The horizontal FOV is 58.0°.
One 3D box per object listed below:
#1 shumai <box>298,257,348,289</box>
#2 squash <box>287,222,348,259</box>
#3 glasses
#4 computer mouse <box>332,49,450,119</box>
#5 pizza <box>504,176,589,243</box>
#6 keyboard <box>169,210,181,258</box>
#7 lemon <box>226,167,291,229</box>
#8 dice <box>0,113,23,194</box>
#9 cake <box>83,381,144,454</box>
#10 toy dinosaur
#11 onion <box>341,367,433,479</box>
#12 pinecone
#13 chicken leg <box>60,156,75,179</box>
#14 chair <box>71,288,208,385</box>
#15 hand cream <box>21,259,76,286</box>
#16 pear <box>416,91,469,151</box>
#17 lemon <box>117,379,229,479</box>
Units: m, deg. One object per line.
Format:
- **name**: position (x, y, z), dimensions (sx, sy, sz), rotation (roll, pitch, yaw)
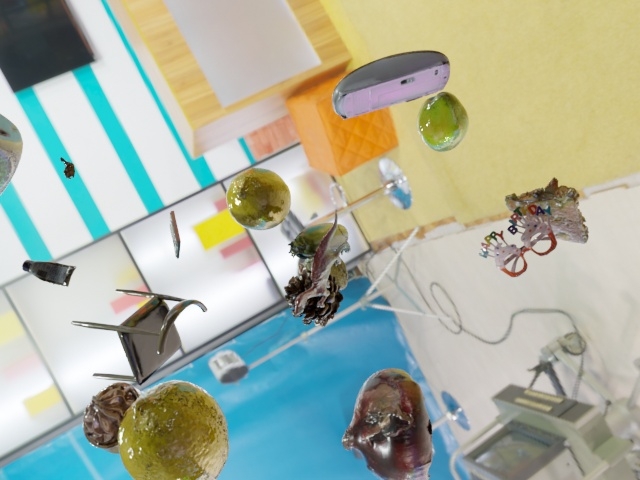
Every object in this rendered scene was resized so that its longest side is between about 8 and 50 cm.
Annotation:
- **shumai**: position (0.003, 0.130, 2.140), dimensions (0.142, 0.184, 0.184), rotation (-33, 84, 38)
- **squash**: position (-0.001, -0.001, 1.493), dimensions (0.087, 0.087, 0.331), rotation (60, -157, 6)
- **glasses**: position (0.614, -0.005, 1.767), dimensions (0.162, 0.255, 0.095), rotation (50, -158, 8)
- **computer mouse**: position (0.176, -0.400, 1.471), dimensions (0.158, 0.310, 0.072), rotation (73, 180, -69)
- **pizza**: position (0.712, -0.103, 1.752), dimensions (0.289, 0.081, 0.229), rotation (27, 154, 7)
- **keyboard**: position (-0.398, -0.019, 1.577), dimensions (0.176, 0.014, 0.055), rotation (-121, 36, -54)
- **lemon**: position (-0.174, -0.115, 1.618), dimensions (0.178, 0.178, 0.203), rotation (58, -162, 14)
- **dice**: position (-0.850, -0.216, 1.388), dimensions (0.191, 0.194, 0.193), rotation (26, -162, -45)
- **cake**: position (-0.587, 0.484, 1.622), dimensions (0.207, 0.185, 0.178), rotation (38, 167, 48)
- **toy dinosaur**: position (0.005, 0.050, 1.392), dimensions (0.053, 0.167, 0.242), rotation (27, 123, 38)
- **onion**: position (0.144, 0.436, 1.339), dimensions (0.272, 0.195, 0.272), rotation (174, 90, -71)
- **pinecone**: position (-0.024, 0.152, 1.588), dimensions (0.174, 0.173, 0.174), rotation (54, 163, 25)
- **chicken leg**: position (-0.774, -0.223, 1.773), dimensions (0.083, 0.036, 0.021), rotation (66, 154, 21)
- **chair**: position (-0.404, 0.223, 1.350), dimensions (0.272, 0.188, 0.167), rotation (-3, 113, 25)
- **hand cream**: position (-0.746, 0.085, 1.591), dimensions (0.163, 0.062, 0.039), rotation (12, 158, 16)
- **pear**: position (0.437, -0.434, 2.074), dimensions (0.187, 0.187, 0.220), rotation (47, 169, 43)
- **lemon**: position (-0.349, 0.486, 1.410), dimensions (0.258, 0.257, 0.310), rotation (41, 157, 51)
